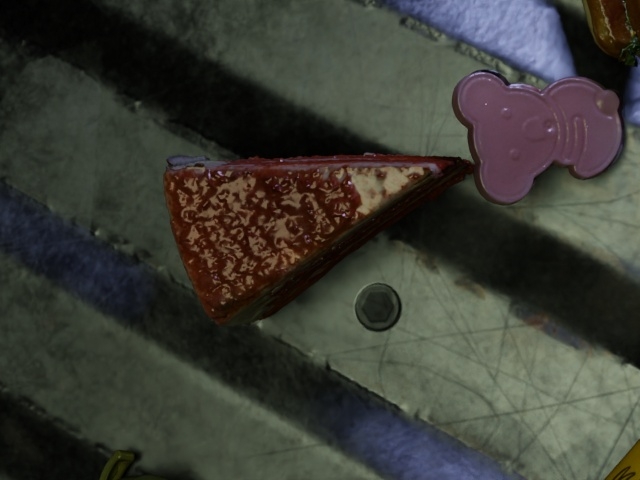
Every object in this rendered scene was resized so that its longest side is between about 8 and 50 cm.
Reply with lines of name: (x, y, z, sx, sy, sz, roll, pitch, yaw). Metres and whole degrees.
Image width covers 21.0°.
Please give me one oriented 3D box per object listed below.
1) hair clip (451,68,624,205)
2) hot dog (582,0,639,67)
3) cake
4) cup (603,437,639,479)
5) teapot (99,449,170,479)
hair clip: (0.196, -0.098, 1.531, 0.138, 0.102, 0.123, -10, 88, 19)
hot dog: (0.263, -0.242, 1.536, 0.072, 0.055, 0.188, -17, 83, 21)
cake: (0.000, 0.000, 1.570, 0.262, 0.158, 0.159, 0, 93, 18)
cup: (0.309, 0.239, 1.444, 0.279, 0.196, 0.196, -47, 75, 21)
teapot: (-0.181, 0.281, 1.655, 0.119, 0.130, 0.165, -54, 40, 26)
